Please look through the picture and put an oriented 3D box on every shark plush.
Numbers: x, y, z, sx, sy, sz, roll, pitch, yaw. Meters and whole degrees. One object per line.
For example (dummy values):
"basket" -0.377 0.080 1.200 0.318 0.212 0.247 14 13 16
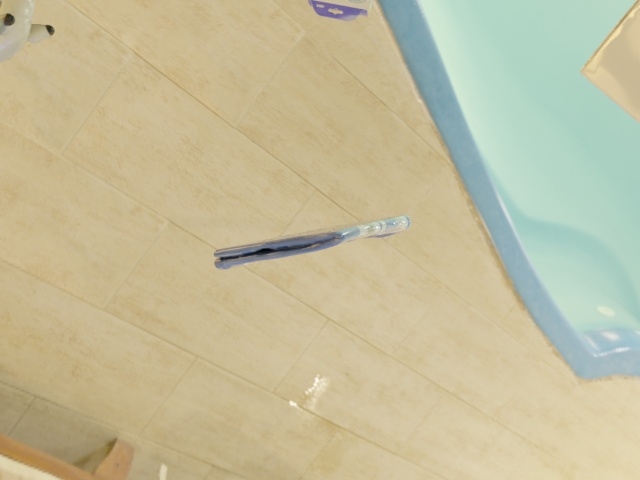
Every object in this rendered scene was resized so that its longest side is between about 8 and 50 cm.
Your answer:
"shark plush" -0.383 -0.242 0.704 0.161 0.073 0.067 -31 90 30

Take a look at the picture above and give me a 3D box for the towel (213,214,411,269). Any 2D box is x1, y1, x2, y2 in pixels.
"towel" 0.000 0.000 0.897 0.209 0.285 0.034 -10 92 26

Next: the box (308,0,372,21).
"box" 0.034 -0.348 0.769 0.081 0.028 0.136 14 94 7

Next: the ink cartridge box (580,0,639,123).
"ink cartridge box" 0.460 -0.190 0.686 0.233 0.171 0.168 6 131 -38
